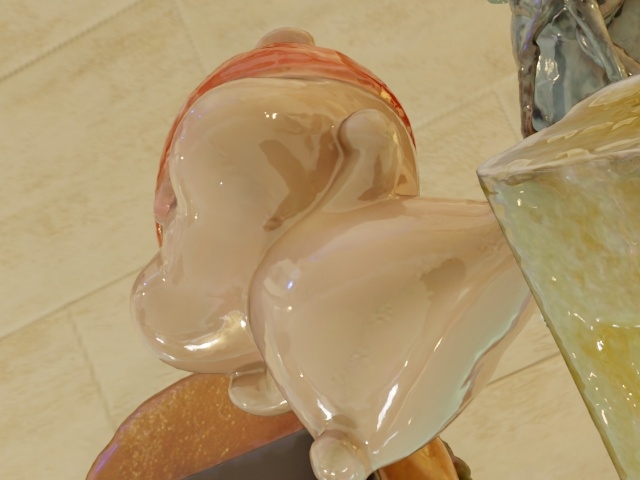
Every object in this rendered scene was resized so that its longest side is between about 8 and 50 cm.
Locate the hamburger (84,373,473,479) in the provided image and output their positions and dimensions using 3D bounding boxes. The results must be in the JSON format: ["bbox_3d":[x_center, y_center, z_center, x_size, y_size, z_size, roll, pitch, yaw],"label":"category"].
[{"bbox_3d":[-0.015,0.221,0.864,0.291,0.225,0.291,-7,61,12],"label":"hamburger"}]

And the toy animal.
[{"bbox_3d":[0.000,0.000,0.637,0.197,0.171,0.171,40,101,34],"label":"toy animal"}]

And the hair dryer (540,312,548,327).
[{"bbox_3d":[0.295,0.016,1.543,0.073,0.131,0.236,22,56,2],"label":"hair dryer"}]

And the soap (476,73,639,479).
[{"bbox_3d":[0.173,0.073,0.402,0.173,0.089,0.274,-7,114,59],"label":"soap"}]

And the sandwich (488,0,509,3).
[{"bbox_3d":[0.208,-0.297,1.418,0.067,0.135,0.029,13,52,10],"label":"sandwich"}]

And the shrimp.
[{"bbox_3d":[0.168,-0.141,0.782,0.137,0.172,0.372,-11,71,20],"label":"shrimp"}]
